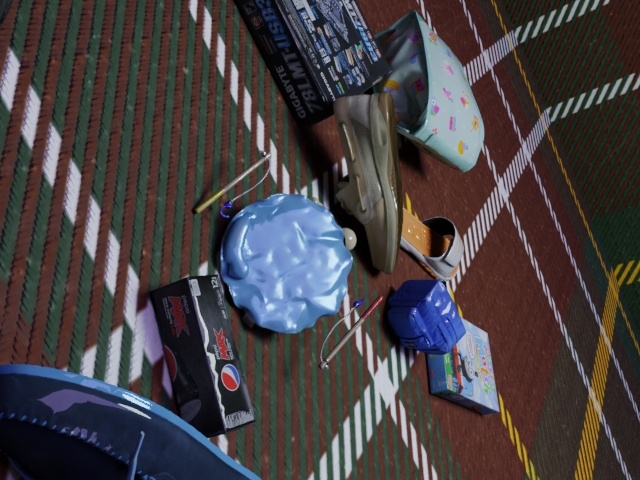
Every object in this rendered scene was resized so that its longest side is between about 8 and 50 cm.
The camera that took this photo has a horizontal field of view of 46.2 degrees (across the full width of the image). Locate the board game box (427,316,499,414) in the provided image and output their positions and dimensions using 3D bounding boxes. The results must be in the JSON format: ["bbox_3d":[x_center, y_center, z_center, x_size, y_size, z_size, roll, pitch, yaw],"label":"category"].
[{"bbox_3d":[0.260,0.222,1.384,0.211,0.039,0.160,31,48,-48],"label":"board game box"}]

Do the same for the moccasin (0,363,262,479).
[{"bbox_3d":[-0.154,0.217,0.642,0.342,0.137,0.117,42,45,-37],"label":"moccasin"}]

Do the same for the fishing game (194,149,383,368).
[{"bbox_3d":[-0.045,0.031,0.967,0.264,0.041,0.189,49,61,-11],"label":"fishing game"}]

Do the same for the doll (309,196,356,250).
[{"bbox_3d":[0.000,0.000,1.094,0.189,0.046,0.129,-5,78,-58],"label":"doll"}]

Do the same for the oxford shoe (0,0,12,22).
[{"bbox_3d":[-0.340,-0.316,0.727,0.096,0.082,0.227,-2,75,-34],"label":"oxford shoe"}]

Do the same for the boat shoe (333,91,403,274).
[{"bbox_3d":[0.077,-0.086,1.199,0.109,0.098,0.303,-70,155,-60],"label":"boat shoe"}]

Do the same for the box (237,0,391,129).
[{"bbox_3d":[-0.014,-0.368,1.257,0.296,0.073,0.293,62,31,-13],"label":"box"}]

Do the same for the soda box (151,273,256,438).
[{"bbox_3d":[-0.127,0.125,0.808,0.053,0.060,0.169,0,72,-59],"label":"soda box"}]

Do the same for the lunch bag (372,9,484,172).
[{"bbox_3d":[0.206,-0.271,1.469,0.223,0.160,0.263,25,47,-51],"label":"lunch bag"}]

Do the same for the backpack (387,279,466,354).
[{"bbox_3d":[0.173,0.136,1.246,0.101,0.098,0.120,-44,113,-26],"label":"backpack"}]

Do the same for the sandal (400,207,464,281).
[{"bbox_3d":[0.214,-0.001,1.402,0.265,0.076,0.102,31,49,-47],"label":"sandal"}]
